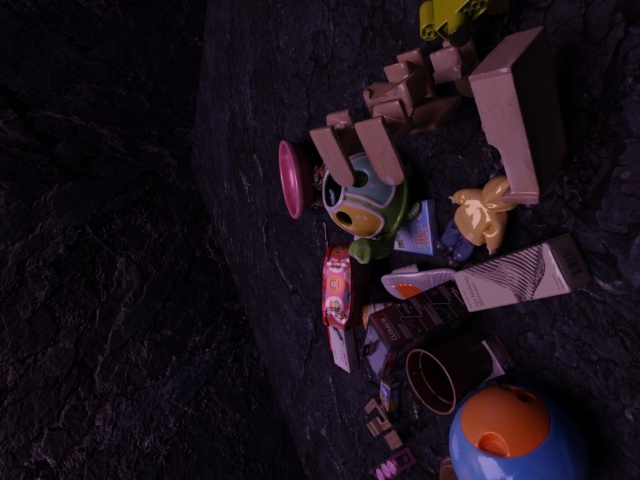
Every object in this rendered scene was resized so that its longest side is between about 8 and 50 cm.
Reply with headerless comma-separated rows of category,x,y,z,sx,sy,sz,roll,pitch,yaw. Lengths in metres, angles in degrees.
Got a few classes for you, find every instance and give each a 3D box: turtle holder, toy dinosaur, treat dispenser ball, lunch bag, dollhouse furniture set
turtle holder,0.125,-0.104,1.180,0.243,0.227,0.321,20,100,59
toy dinosaur,0.049,-0.223,1.445,0.322,0.164,0.219,156,116,-83
treat dispenser ball,0.441,0.477,0.907,0.288,0.288,0.288,36,134,50
lunch bag,0.110,0.152,1.420,0.120,0.258,0.293,6,95,28
dollhouse furniture set,0.261,-0.234,0.843,0.394,0.362,0.256,8,137,49

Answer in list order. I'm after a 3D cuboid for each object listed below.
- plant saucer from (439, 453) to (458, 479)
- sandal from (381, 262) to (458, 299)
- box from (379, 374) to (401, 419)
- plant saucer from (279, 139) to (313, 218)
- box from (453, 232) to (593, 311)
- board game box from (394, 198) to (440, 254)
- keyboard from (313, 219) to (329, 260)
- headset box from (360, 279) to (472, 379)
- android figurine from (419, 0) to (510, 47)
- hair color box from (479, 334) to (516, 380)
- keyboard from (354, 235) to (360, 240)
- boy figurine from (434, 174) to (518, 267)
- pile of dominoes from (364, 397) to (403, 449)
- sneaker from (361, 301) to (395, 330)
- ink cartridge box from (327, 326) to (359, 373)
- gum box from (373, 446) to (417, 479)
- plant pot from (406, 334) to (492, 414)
plant saucer,0.481,0.831,1.281,0.278,0.041,0.278,35,132,51
sandal,0.311,0.115,1.208,0.265,0.076,0.102,-13,117,42
box,0.266,0.602,1.538,0.054,0.059,0.169,35,133,51
plant saucer,-0.101,-0.260,1.696,0.332,0.084,0.332,169,90,-76
box,0.444,0.081,0.913,0.275,0.094,0.113,-39,70,60
board game box,0.270,-0.045,1.229,0.211,0.039,0.160,10,111,61
keyboard,0.000,0.000,1.767,0.108,0.023,0.180,18,118,58
headset box,0.246,0.255,1.108,0.218,0.293,0.110,90,155,-51
android figurine,0.300,-0.519,0.799,0.248,0.056,0.273,-29,47,49
hair color box,0.438,0.331,1.094,0.093,0.053,0.167,63,152,21
keyboard,0.160,-0.081,1.440,0.072,0.014,0.256,49,143,39
boy figurine,0.379,-0.059,0.967,0.177,0.092,0.285,58,147,29
pile of dominoes,0.238,0.745,1.601,0.196,0.040,0.251,53,161,24
sneaker,0.236,0.330,1.407,0.112,0.130,0.296,-95,-12,-48
ink cartridge box,0.070,0.425,1.814,0.239,0.060,0.275,11,113,58
gum box,0.293,0.886,1.580,0.062,0.107,0.188,57,147,30
plant pot,0.341,0.333,1.039,0.167,0.165,0.167,38,135,50
